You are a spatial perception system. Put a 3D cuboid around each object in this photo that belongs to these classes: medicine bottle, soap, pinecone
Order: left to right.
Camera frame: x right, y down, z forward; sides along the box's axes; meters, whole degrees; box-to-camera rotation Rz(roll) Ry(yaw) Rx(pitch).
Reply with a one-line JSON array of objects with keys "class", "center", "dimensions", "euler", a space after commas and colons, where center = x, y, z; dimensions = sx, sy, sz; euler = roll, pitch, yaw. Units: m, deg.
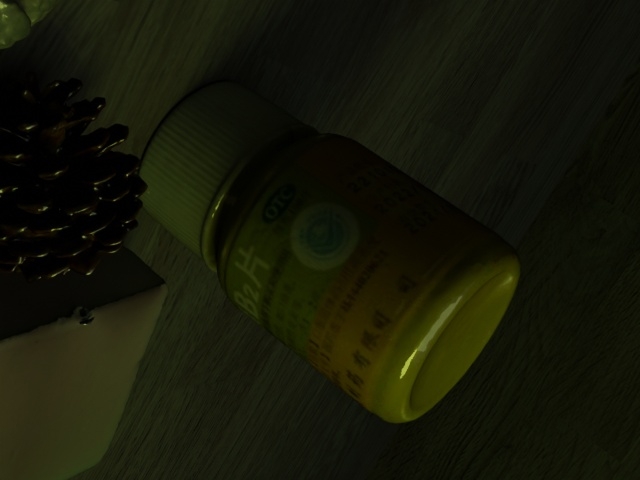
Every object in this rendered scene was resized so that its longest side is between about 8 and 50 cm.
[{"class": "soap", "center": [-0.323, 0.163, 1.062], "dimensions": [0.296, 0.107, 0.285], "euler": [-17, 137, -54]}, {"class": "pinecone", "center": [-0.232, -0.063, 0.872], "dimensions": [0.163, 0.163, 0.165], "euler": [-34, 137, -39]}, {"class": "medicine bottle", "center": [0.000, 0.000, 1.088], "dimensions": [0.224, 0.384, 0.224], "euler": [-42, 154, -25]}]

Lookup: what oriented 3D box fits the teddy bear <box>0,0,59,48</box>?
[{"class": "teddy bear", "center": [-0.215, -0.242, 0.571], "dimensions": [0.151, 0.236, 0.267], "euler": [-24, 130, -1]}]
